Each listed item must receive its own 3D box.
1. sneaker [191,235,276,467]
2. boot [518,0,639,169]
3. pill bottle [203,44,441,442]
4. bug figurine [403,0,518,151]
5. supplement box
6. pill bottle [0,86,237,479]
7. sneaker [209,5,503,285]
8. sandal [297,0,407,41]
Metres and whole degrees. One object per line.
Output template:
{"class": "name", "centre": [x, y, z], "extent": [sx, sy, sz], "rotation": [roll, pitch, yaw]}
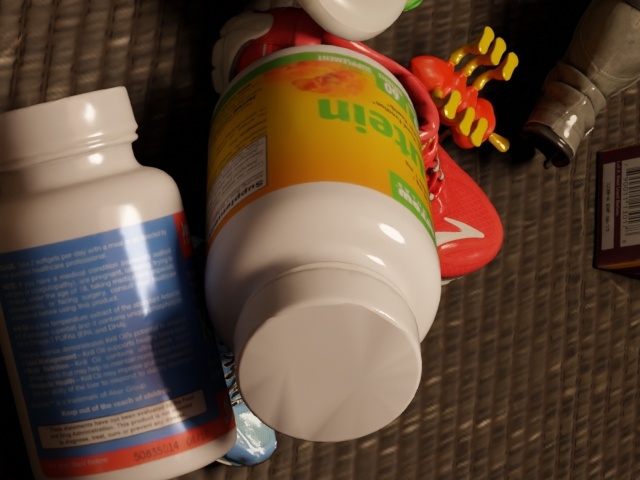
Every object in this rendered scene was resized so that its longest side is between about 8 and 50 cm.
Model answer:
{"class": "sneaker", "centre": [-0.065, 0.071, 1.095], "extent": [0.063, 0.073, 0.162], "rotation": [-33, 106, -42]}
{"class": "boot", "centre": [0.211, -0.137, 1.374], "extent": [0.083, 0.246, 0.161], "rotation": [38, 99, 2]}
{"class": "pill bottle", "centre": [0.000, 0.000, 1.020], "extent": [0.136, 0.136, 0.245], "rotation": [46, 22, -29]}
{"class": "bug figurine", "centre": [0.109, -0.207, 1.303], "extent": [0.216, 0.072, 0.279], "rotation": [48, 55, -28]}
{"class": "supplement box", "centre": [0.324, -0.013, 1.473], "extent": [0.188, 0.081, 0.104], "rotation": [15, 73, -41]}
{"class": "pill bottle", "centre": [-0.131, 0.028, 1.004], "extent": [0.124, 0.124, 0.221], "rotation": [-18, 98, -44]}
{"class": "sneaker", "centre": [0.044, -0.059, 1.188], "extent": [0.279, 0.118, 0.107], "rotation": [39, 60, -33]}
{"class": "sandal", "centre": [-0.064, -0.312, 1.139], "extent": [0.169, 0.102, 0.416], "rotation": [-22, 85, -47]}
